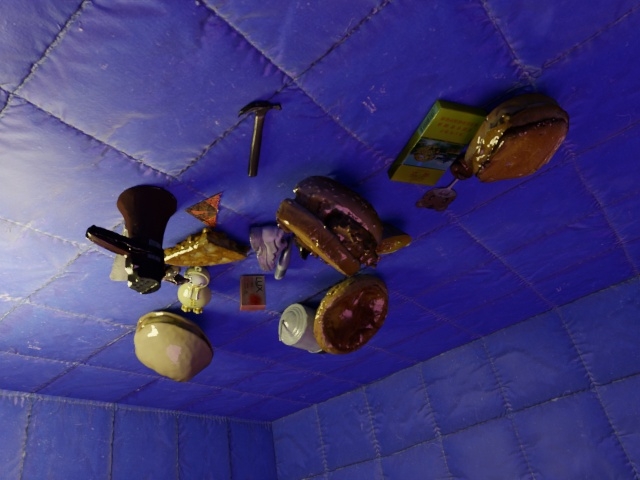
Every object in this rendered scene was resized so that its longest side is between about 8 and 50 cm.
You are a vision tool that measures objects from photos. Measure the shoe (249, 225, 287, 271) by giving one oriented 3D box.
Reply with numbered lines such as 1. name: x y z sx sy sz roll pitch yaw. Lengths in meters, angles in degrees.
1. shoe: -0.189 0.028 1.918 0.137 0.095 0.245 -10 140 3

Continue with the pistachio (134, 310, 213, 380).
1. pistachio: -0.701 0.502 2.337 0.365 0.281 0.445 -9 134 11

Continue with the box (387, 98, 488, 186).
1. box: 0.379 -0.310 1.627 0.187 0.047 0.335 4 145 -23

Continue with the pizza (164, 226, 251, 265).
1. pizza: -0.444 0.047 1.881 0.268 0.087 0.258 -22 153 22

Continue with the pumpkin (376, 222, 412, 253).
1. pumpkin: 0.252 -0.012 1.995 0.217 0.110 0.217 -17 157 -8

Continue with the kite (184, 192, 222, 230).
1. kite: -0.418 -0.102 1.730 0.125 0.008 0.222 1 145 -18

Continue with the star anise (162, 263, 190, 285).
1. star anise: -0.638 0.126 1.932 0.208 0.063 0.172 -5 137 21

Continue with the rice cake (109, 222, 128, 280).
1. rice cake: -0.723 0.048 1.818 0.072 0.056 0.365 12 141 -22

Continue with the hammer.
1. hammer: -0.193 -0.299 1.489 0.125 0.027 0.297 -2 146 -14

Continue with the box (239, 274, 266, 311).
1. box: -0.294 0.228 2.131 0.111 0.156 0.060 1 152 -15

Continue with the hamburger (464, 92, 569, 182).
1. hamburger: 0.610 -0.314 1.549 0.284 0.174 0.304 -15 149 -22

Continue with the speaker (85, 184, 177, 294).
1. speaker: -0.566 -0.025 1.535 0.198 0.329 0.259 -13 140 2

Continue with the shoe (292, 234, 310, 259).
1. shoe: 0.000 0.000 1.916 0.227 0.112 0.099 -20 145 16

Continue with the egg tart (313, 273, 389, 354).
1. egg tart: 0.135 0.336 2.339 0.443 0.178 0.443 -17 122 -29

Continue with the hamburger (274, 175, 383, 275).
1. hamburger: 0.085 -0.029 1.692 0.268 0.287 0.445 -52 142 -5

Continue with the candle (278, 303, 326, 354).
1. candle: -0.075 0.433 2.450 0.221 0.221 0.342 -34 137 30

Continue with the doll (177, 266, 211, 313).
1. doll: -0.524 0.201 2.052 0.141 0.117 0.296 14 142 -6

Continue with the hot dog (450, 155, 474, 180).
1. hot dog: 0.504 -0.254 1.729 0.090 0.060 0.140 -29 148 25

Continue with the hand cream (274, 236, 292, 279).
1. hand cream: -0.150 0.082 2.033 0.048 0.079 0.255 10 146 -7

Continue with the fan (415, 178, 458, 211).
1. fan: 0.475 -0.184 1.879 0.152 0.008 0.227 7 144 -25
